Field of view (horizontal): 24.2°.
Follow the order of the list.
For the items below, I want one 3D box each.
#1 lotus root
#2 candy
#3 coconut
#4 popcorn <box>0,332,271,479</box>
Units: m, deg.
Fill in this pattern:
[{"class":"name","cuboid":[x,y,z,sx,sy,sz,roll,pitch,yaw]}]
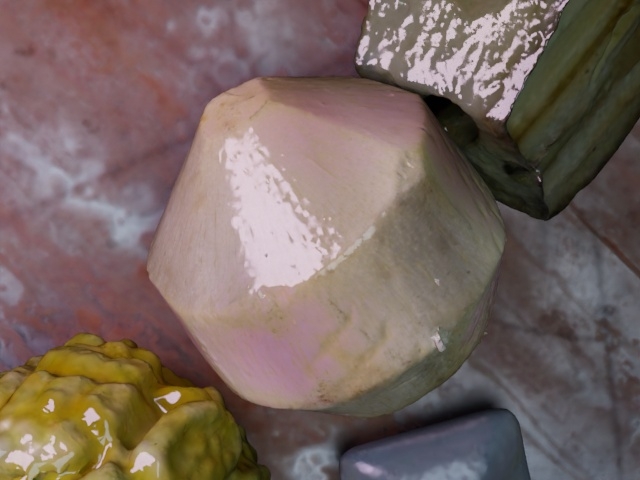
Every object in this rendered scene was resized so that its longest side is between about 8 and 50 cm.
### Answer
[{"class":"lotus root","cuboid":[0.159,-0.187,0.998,0.314,0.142,0.210,-56,141,3]},{"class":"candy","cuboid":[0.097,0.220,1.109,0.138,0.071,0.174,-15,105,-4]},{"class":"coconut","cuboid":[0.000,0.000,0.976,0.237,0.197,0.237,-4,122,-6]},{"class":"popcorn","cuboid":[-0.143,0.185,0.988,0.225,0.249,0.249,22,99,-7]}]
